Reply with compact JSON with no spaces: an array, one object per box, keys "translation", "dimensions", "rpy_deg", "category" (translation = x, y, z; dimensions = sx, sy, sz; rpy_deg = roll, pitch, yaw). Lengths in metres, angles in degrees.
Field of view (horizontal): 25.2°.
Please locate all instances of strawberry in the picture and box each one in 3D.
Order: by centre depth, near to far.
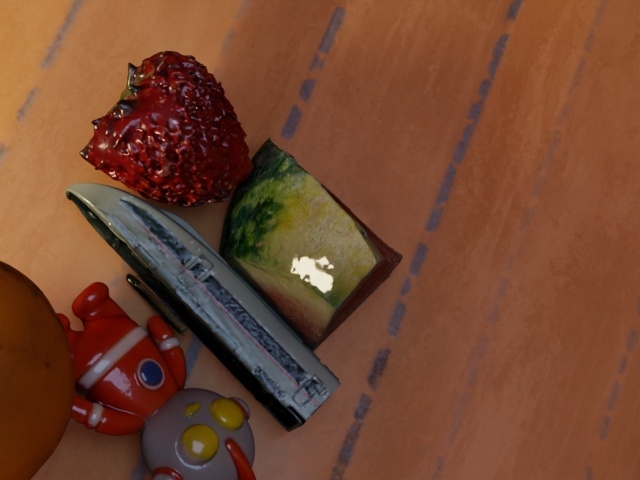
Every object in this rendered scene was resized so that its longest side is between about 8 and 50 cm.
[{"translation":[-0.176,-0.127,1.757],"dimensions":[0.201,0.187,0.184],"rpy_deg":[32,104,-5],"category":"strawberry"}]

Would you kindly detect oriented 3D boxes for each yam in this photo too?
[{"translation":[-0.202,0.078,1.760],"dimensions":[0.014,0.014,0.107],"rpy_deg":[-40,72,-23],"category":"yam"}]

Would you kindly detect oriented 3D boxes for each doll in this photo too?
[{"translation":[-0.186,0.198,1.688],"dimensions":[0.336,0.105,0.200],"rpy_deg":[46,43,2],"category":"doll"}]

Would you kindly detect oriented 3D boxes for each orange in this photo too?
[{"translation":[-0.419,0.152,1.532],"dimensions":[0.312,0.312,0.312],"rpy_deg":[5,72,-15],"category":"orange"}]

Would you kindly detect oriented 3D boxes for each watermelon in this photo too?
[{"translation":[0.000,0.000,1.776],"dimensions":[0.193,0.232,0.310],"rpy_deg":[-43,45,-21],"category":"watermelon"}]

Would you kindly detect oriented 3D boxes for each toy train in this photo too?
[{"translation":[-0.145,0.059,1.756],"dimensions":[0.407,0.086,0.088],"rpy_deg":[46,72,0],"category":"toy train"}]
